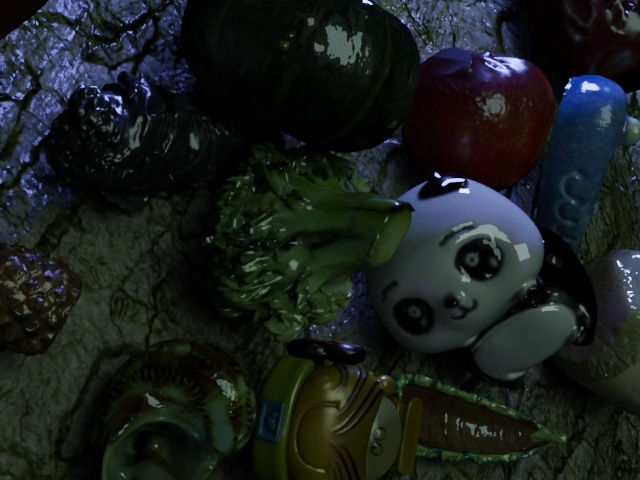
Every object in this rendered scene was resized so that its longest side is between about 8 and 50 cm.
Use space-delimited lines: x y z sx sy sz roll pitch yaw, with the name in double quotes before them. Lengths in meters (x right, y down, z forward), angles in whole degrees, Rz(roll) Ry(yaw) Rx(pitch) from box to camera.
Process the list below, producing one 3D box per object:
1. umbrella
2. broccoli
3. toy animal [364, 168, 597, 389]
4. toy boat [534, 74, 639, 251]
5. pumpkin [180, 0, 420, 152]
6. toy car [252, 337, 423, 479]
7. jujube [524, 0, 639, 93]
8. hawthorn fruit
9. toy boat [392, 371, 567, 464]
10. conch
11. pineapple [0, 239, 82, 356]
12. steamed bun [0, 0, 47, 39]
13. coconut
"umbrella" -0.173 -0.130 1.265 0.336 0.128 0.154 -23 115 -50
"broccoli" 0.000 0.000 1.279 0.288 0.245 0.248 -63 143 -22
"toy animal" 0.197 0.048 1.434 0.310 0.251 0.251 37 55 -34
"toy boat" 0.414 -0.108 1.634 0.330 0.123 0.215 86 28 -49
"pumpkin" -0.019 -0.233 1.299 0.300 0.300 0.207 27 93 -31
"toy car" 0.030 0.221 1.247 0.248 0.142 0.200 14 85 -63
"jujube" 0.459 -0.415 1.809 0.258 0.258 0.377 -20 76 -42
"hawthorn fruit" 0.227 -0.148 1.549 0.230 0.210 0.266 -9 95 -46
"toy boat" 0.195 0.253 1.456 0.292 0.099 0.109 16 67 -27
"conch" -0.156 0.198 1.155 0.181 0.124 0.187 10 90 -23
"pineapple" -0.362 0.020 1.068 0.237 0.111 0.119 33 27 -21
"steamed bun" -0.449 -0.245 0.982 0.379 0.248 0.235 -31 94 -30
"coconut" 0.500 0.150 1.653 0.244 0.239 0.239 26 60 -24
